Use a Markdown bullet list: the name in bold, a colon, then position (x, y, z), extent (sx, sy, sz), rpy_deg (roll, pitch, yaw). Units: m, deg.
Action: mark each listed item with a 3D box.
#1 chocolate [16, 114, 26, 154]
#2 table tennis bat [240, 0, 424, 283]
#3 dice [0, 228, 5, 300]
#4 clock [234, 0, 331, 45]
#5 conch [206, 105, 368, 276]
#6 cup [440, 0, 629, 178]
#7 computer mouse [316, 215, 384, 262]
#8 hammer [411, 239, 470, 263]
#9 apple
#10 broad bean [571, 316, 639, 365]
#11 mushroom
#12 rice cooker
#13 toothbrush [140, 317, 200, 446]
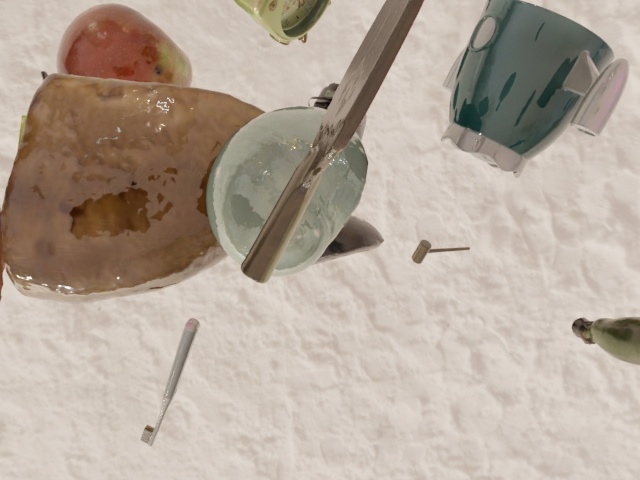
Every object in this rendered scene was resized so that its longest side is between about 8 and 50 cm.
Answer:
- **chocolate**: position (-0.702, -0.173, 1.640), extent (0.137, 0.301, 0.288), rpy_deg (3, 85, 17)
- **table tennis bat**: position (0.010, -0.075, 0.371), extent (0.022, 0.131, 0.234), rpy_deg (27, 106, -11)
- **dice**: position (-0.353, -0.015, 0.437), extent (0.179, 0.174, 0.175), rpy_deg (-3, 88, -17)
- **clock**: position (-0.058, -0.563, 1.312), extent (0.096, 0.308, 0.235), rpy_deg (38, 95, 15)
- **conch**: position (-0.039, -0.068, 0.668), extent (0.185, 0.121, 0.221), rpy_deg (4, 70, 3)
- **cup**: position (0.236, -0.175, 0.709), extent (0.167, 0.299, 0.173), rpy_deg (19, 104, -25)
- **computer mouse**: position (0.000, 0.000, 1.274), extent (0.269, 0.170, 0.100), rpy_deg (-16, 84, 30)
- **hammer**: position (0.193, 0.015, 0.912), extent (0.110, 0.019, 0.035), rpy_deg (-4, 136, -32)
- **apple**: position (-0.530, -0.468, 1.580), extent (0.348, 0.348, 0.277), rpy_deg (37, 89, -13)
- **broad bean**: position (0.261, 0.059, 0.359), extent (0.043, 0.297, 0.060), rpy_deg (41, 66, -6)
- **mushroom**: position (-0.223, -0.055, 0.833), extent (0.397, 0.224, 0.313), rpy_deg (6, 69, 10)
- **rice cooker**: position (0.049, -0.331, 1.558), extent (0.142, 0.203, 0.118), rpy_deg (16, 75, 23)
- **toothbrush**: position (-0.282, 0.273, 1.087), extent (0.030, 0.025, 0.342), rpy_deg (27, 120, 0)
